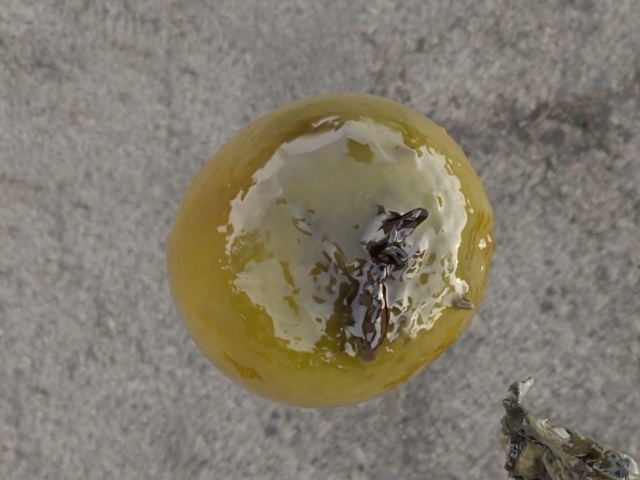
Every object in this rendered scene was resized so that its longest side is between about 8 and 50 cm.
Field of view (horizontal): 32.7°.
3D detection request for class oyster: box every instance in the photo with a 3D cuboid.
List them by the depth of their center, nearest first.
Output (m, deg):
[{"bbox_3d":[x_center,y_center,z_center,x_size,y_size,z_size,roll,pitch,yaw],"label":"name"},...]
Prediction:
[{"bbox_3d":[0.210,0.178,0.737,0.223,0.214,0.083,28,93,-25],"label":"oyster"}]

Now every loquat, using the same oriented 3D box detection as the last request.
[{"bbox_3d":[0.000,0.000,0.581,0.172,0.204,0.149,-43,122,-7],"label":"loquat"}]
